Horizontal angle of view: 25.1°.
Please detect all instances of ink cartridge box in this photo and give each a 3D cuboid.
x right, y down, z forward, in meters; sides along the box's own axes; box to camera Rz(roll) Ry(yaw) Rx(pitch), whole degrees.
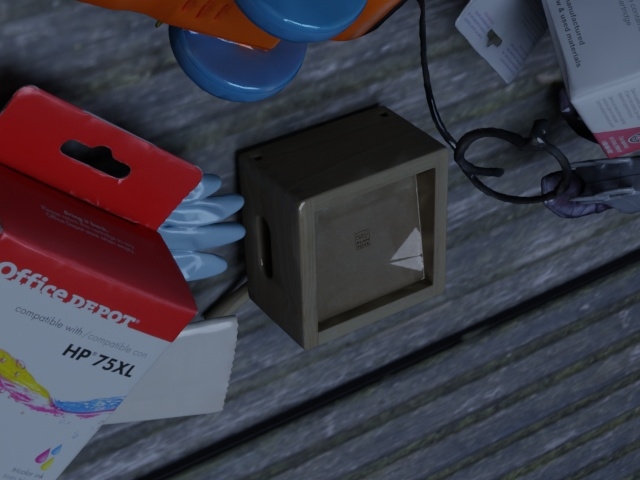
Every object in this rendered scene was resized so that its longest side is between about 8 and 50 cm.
[{"bbox_3d":[0.249,-0.136,0.831,0.218,0.092,0.158,-17,166,15],"label":"ink cartridge box"},{"bbox_3d":[-0.165,0.044,0.773,0.134,0.078,0.231,25,112,-41],"label":"ink cartridge box"}]

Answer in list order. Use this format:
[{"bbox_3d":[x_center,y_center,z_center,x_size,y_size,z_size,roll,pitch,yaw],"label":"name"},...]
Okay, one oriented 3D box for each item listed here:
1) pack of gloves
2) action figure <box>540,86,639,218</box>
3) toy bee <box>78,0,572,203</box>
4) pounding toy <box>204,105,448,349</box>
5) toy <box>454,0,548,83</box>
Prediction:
[{"bbox_3d":[-0.160,0.037,0.859,0.232,0.046,0.195,-7,131,-23],"label":"pack of gloves"},{"bbox_3d":[0.294,-0.069,0.942,0.099,0.285,0.185,26,63,-52],"label":"action figure"},{"bbox_3d":[-0.014,-0.145,0.710,0.298,0.195,0.162,33,59,-37],"label":"toy bee"},{"bbox_3d":[0.000,0.000,0.923,0.130,0.100,0.141,-21,128,-26],"label":"pounding toy"},{"bbox_3d":[0.144,-0.217,0.836,0.237,0.056,0.137,-55,158,5],"label":"toy"}]
